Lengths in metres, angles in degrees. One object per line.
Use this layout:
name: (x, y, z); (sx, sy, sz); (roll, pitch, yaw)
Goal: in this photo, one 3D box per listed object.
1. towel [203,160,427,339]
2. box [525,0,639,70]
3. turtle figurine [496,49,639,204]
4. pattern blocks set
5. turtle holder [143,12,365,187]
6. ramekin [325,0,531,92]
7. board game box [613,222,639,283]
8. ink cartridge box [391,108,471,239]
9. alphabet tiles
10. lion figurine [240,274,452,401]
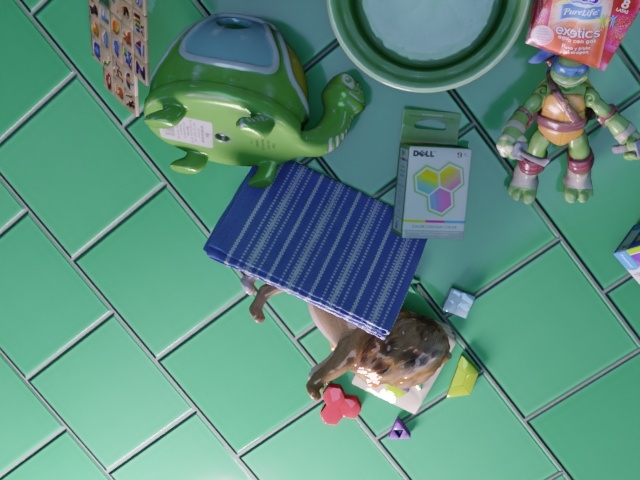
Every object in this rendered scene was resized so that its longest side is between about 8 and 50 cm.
towel: (0.000, 0.000, 1.318); (0.336, 0.243, 0.040); (25, 148, 1)
box: (0.385, -0.379, 1.115); (0.122, 0.257, 0.128); (20, 140, 3)
turtle figurine: (0.370, -0.128, 1.176); (0.198, 0.266, 0.275); (-28, 59, -9)
pattern blocks set: (0.147, 0.217, 1.432); (0.285, 0.026, 0.325); (11, 105, 5)
turtle holder: (-0.113, -0.236, 1.239); (0.320, 0.243, 0.227); (0, 67, 25)
ramekin: (0.166, -0.387, 1.209); (0.303, 0.148, 0.303); (2, 104, 7)
board game box: (0.667, 0.098, 1.225); (0.347, 0.233, 0.078); (47, 66, -5)
ink cartridge box: (0.187, -0.109, 1.300); (0.109, 0.062, 0.209); (2, 101, -13)
alphabet tiles: (-0.330, -0.331, 1.274); (0.198, 0.009, 0.237); (42, 140, 34)
lion figurine: (0.026, 0.114, 1.350); (0.240, 0.142, 0.392); (-39, 84, 4)
